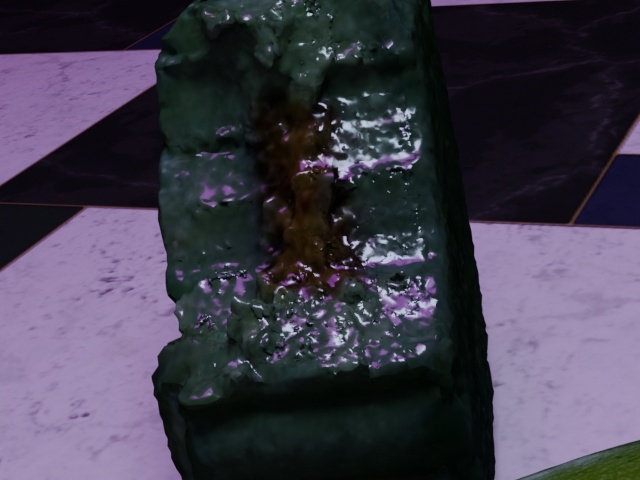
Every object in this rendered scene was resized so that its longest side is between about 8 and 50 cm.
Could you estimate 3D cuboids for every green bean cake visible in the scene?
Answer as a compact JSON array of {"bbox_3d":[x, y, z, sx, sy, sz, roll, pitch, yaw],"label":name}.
[{"bbox_3d":[0.000,0.000,0.744,0.169,0.307,0.300,-8,23,11],"label":"green bean cake"}]

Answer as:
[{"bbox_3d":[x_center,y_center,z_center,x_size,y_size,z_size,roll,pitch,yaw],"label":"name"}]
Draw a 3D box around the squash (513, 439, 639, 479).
[{"bbox_3d":[0.153,0.150,0.600,0.395,0.107,0.107,-17,25,-13],"label":"squash"}]
